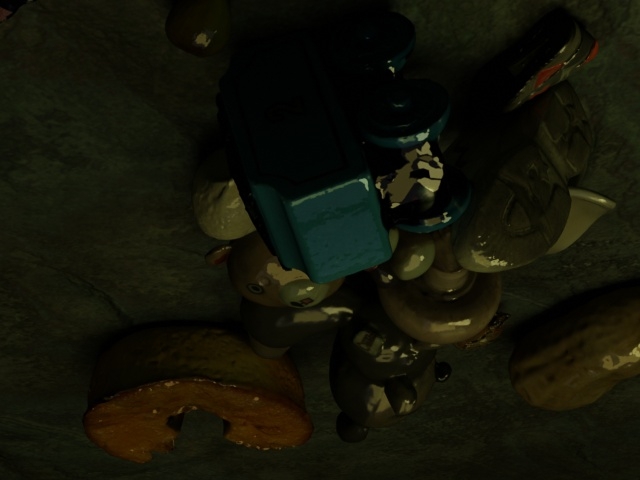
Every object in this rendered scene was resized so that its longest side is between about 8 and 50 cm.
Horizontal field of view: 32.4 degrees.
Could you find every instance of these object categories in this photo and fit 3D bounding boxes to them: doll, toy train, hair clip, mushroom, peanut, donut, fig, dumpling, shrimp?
[{"bbox_3d":[0.000,0.000,1.619,0.329,0.174,0.235,-22,158,34],"label":"doll"},{"bbox_3d":[0.019,-0.119,1.289,0.265,0.300,0.188,-20,135,0],"label":"toy train"},{"bbox_3d":[0.311,-0.042,1.648,0.172,0.113,0.282,20,143,-37],"label":"hair clip"},{"bbox_3d":[0.050,0.173,1.946,0.378,0.252,0.382,29,145,6],"label":"doll"},{"bbox_3d":[0.189,0.052,1.707,0.204,0.204,0.204,-4,151,-2],"label":"mushroom"},{"bbox_3d":[0.518,0.205,2.060,0.192,0.170,0.387,12,146,-38],"label":"peanut"},{"bbox_3d":[-0.235,0.280,2.090,0.434,0.164,0.378,-4,149,2],"label":"donut"},{"bbox_3d":[-0.134,-0.253,1.255,0.074,0.074,0.088,15,123,-31],"label":"fig"},{"bbox_3d":[-0.099,-0.072,1.532,0.166,0.126,0.216,-13,151,-19],"label":"dumpling"},{"bbox_3d":[0.313,0.169,2.100,0.091,0.043,0.184,-4,158,-17],"label":"shrimp"}]

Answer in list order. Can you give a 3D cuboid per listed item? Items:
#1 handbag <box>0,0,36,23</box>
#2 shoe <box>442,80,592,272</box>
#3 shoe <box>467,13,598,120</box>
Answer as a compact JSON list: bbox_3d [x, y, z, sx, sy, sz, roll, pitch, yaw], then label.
[{"bbox_3d":[-0.298,-0.315,1.076,0.260,0.113,0.162,-23,140,31],"label":"handbag"},{"bbox_3d":[0.215,-0.061,1.428,0.210,0.342,0.132,-22,114,42],"label":"shoe"},{"bbox_3d":[0.270,-0.208,1.396,0.077,0.074,0.194,10,145,-34],"label":"shoe"}]
